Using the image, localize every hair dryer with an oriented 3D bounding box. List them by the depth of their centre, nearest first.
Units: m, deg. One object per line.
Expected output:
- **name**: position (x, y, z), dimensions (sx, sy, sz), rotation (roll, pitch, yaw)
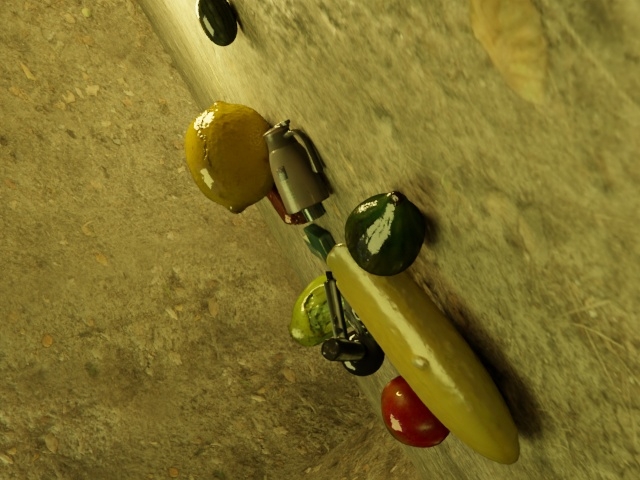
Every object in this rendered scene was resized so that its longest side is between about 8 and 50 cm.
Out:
- **hair dryer**: position (0.098, 0.260, 1.283), dimensions (0.320, 0.155, 0.284), rotation (49, -135, -56)

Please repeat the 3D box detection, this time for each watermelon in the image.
- **watermelon**: position (-0.217, -0.466, 0.855), dimensions (0.078, 0.078, 0.111), rotation (43, 161, 58)

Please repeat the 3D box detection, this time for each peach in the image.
- **peach**: position (0.266, 0.459, 1.112), dimensions (0.190, 0.192, 0.190), rotation (-10, -90, -68)

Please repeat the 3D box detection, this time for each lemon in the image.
- **lemon**: position (-0.242, -0.226, 1.126), dimensions (0.258, 0.257, 0.310), rotation (148, 111, -80)

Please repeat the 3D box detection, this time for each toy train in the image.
- **toy train**: position (-0.070, -0.168, 1.070), dimensions (0.252, 0.055, 0.048), rotation (61, 170, -14)

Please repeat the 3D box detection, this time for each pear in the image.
- **pear**: position (-0.021, 0.274, 1.596), dimensions (0.238, 0.255, 0.164), rotation (61, 173, 19)

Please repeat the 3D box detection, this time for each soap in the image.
- **soap**: position (0.176, 0.185, 0.717), dimensions (0.427, 0.115, 0.306), rotation (53, 168, 15)

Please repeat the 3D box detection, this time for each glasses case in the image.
- **glasses case**: position (0.000, 0.000, 1.274), dimensions (0.078, 0.039, 0.184), rotation (62, 170, -19)

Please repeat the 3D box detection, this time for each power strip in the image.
- **power strip**: position (-0.012, 0.030, 1.455), dimensions (0.080, 0.029, 0.227), rotation (62, 170, -18)

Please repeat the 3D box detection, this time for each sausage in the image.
- **sausage**: position (-0.119, -0.157, 1.237), dimensions (0.330, 0.102, 0.102), rotation (50, 167, 42)

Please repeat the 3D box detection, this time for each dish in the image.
- **dish**: position (0.122, 0.208, 1.154), dimensions (0.236, 0.086, 0.228), rotation (57, 170, 11)

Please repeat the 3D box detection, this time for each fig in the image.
- **fig**: position (0.098, -0.021, 0.558), dimensions (0.117, 0.117, 0.177), rotation (56, 157, 18)

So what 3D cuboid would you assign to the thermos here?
- **thermos**: position (-0.053, -0.169, 0.909), dimensions (0.137, 0.105, 0.193), rotation (-10, 105, 52)
